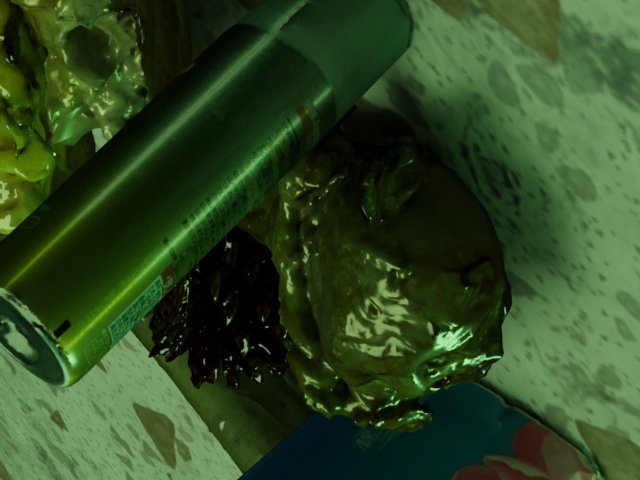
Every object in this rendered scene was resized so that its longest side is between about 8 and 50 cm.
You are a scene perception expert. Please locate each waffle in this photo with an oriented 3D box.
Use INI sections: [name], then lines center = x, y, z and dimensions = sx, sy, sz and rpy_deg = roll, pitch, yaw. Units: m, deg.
[waffle]
center = -0.194, -0.124, 1.239
dimensions = 0.329, 0.062, 0.329
rpy_deg = -10, -90, -87

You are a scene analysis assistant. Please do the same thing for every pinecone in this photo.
[pinecone]
center = -0.062, 0.045, 1.397
dimensions = 0.120, 0.140, 0.140
rpy_deg = 17, 161, -11

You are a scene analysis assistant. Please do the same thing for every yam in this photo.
[yam]
center = -0.059, 0.128, 1.488
dimensions = 0.371, 0.083, 0.083
rpy_deg = 49, 159, 24

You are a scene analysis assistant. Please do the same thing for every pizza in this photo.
[pizza]
center = -0.133, -0.160, 1.121
dimensions = 0.089, 0.223, 0.323
rpy_deg = -2, 142, 6

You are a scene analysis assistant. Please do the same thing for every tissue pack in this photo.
[tissue pack]
center = 0.029, 0.211, 1.292
dimensions = 0.209, 0.269, 0.137
rpy_deg = 30, 151, 41

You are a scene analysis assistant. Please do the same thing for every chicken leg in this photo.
[chicken leg]
center = 0.012, 0.011, 1.207
dimensions = 0.361, 0.140, 0.212
rpy_deg = -157, 54, -66

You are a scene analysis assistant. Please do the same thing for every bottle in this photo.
[bottle]
center = -0.066, -0.045, 1.049
dimensions = 0.082, 0.286, 0.082
rpy_deg = 36, 155, 20

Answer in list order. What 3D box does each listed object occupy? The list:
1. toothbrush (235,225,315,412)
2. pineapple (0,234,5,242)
[toothbrush]
center = -0.027, 0.101, 1.546
dimensions = 0.030, 0.030, 0.297
rpy_deg = -116, 2, -53
[pineapple]
center = -0.379, -0.091, 1.787
dimensions = 0.170, 0.141, 0.310
rpy_deg = -118, 3, -74
